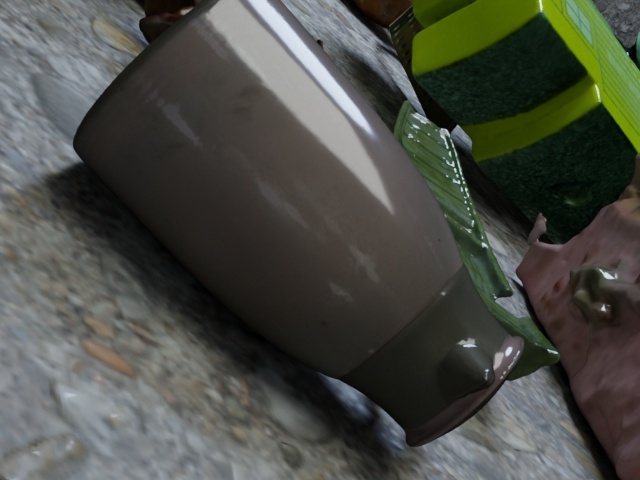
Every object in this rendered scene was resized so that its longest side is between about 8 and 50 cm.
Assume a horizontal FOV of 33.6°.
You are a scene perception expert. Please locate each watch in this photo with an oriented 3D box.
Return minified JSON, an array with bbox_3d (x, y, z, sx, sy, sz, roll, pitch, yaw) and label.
[{"bbox_3d":[0.153,-0.172,1.169,0.165,0.102,0.268,32,29,-34],"label":"watch"}]

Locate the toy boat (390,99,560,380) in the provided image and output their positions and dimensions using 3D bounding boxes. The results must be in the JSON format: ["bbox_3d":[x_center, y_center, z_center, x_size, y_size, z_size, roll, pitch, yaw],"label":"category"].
[{"bbox_3d":[0.076,-0.004,0.669,0.093,0.055,0.293,35,20,-21],"label":"toy boat"}]

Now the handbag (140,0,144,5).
[{"bbox_3d":[-0.104,-0.367,0.673,0.325,0.327,0.162,41,20,-3],"label":"handbag"}]

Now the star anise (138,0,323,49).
[{"bbox_3d":[-0.045,-0.098,0.632,0.168,0.057,0.168,30,29,-19],"label":"star anise"}]

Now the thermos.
[{"bbox_3d":[0.000,0.000,0.454,0.193,0.105,0.137,47,-13,-1],"label":"thermos"}]

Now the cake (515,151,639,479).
[{"bbox_3d":[0.349,0.058,0.709,0.293,0.307,0.314,41,18,-15],"label":"cake"}]

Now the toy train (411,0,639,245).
[{"bbox_3d":[0.240,-0.148,1.035,0.442,0.179,0.272,39,41,-37],"label":"toy train"}]

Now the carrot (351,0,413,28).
[{"bbox_3d":[0.077,-0.355,1.318,0.159,0.159,0.225,22,36,-47],"label":"carrot"}]
